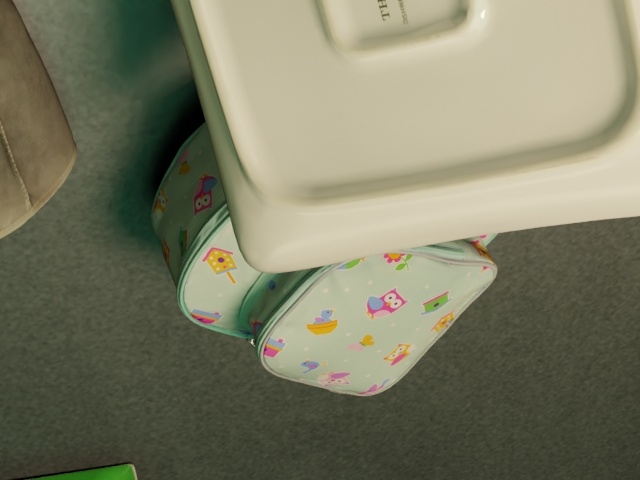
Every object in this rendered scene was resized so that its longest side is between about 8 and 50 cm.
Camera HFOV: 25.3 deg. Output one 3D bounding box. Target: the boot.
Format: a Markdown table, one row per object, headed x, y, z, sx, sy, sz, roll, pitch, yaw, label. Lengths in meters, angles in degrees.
| x | y | z | sx | sy | sz | roll | pitch | yaw | label |
| --- | --- | --- | --- | --- | --- | --- | --- | --- | --- |
| -0.207 | -0.076 | 0.710 | 0.189 | 0.076 | 0.208 | -40 | 150 | -33 | boot |

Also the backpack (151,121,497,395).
| x | y | z | sx | sy | sz | roll | pitch | yaw | label |
| --- | --- | --- | --- | --- | --- | --- | --- | --- | --- |
| 0.000 | 0.000 | 0.854 | 0.188 | 0.144 | 0.166 | 19 | 129 | -31 | backpack |

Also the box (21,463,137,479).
| x | y | z | sx | sy | sz | roll | pitch | yaw | label |
| --- | --- | --- | --- | --- | --- | --- | --- | --- | --- |
| -0.258 | 0.299 | 1.060 | 0.262 | 0.127 | 0.231 | -6 | 132 | -17 | box |

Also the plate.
| x | y | z | sx | sy | sz | roll | pitch | yaw | label |
| --- | --- | --- | --- | --- | --- | --- | --- | --- | --- |
| 0.038 | -0.124 | 0.632 | 0.278 | 0.045 | 0.277 | -9 | 104 | 28 | plate |
